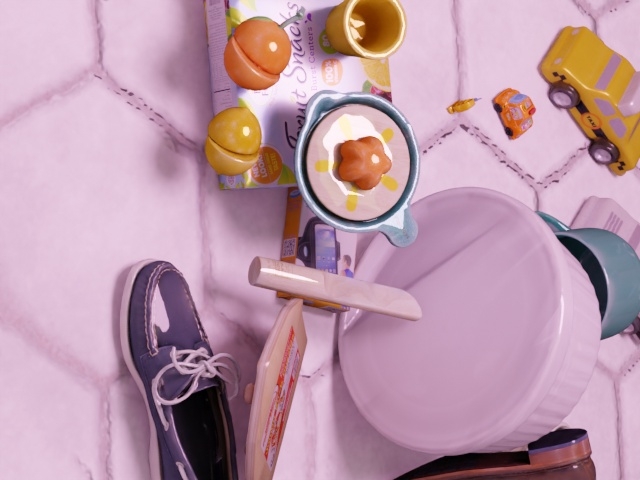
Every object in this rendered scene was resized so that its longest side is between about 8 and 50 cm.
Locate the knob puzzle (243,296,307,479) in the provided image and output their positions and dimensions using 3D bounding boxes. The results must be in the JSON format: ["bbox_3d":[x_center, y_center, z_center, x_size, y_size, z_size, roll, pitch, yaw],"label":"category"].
[{"bbox_3d":[-0.053,0.142,1.632,0.213,0.030,0.213,12,90,-82],"label":"knob puzzle"}]

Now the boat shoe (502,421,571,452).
[{"bbox_3d":[0.193,0.322,1.848,0.109,0.094,0.302,31,64,-35],"label":"boat shoe"}]

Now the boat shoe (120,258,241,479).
[{"bbox_3d":[-0.125,0.140,1.599,0.095,0.079,0.255,-4,87,-42],"label":"boat shoe"}]

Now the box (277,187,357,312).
[{"bbox_3d":[0.000,0.000,1.767,0.081,0.028,0.136,16,75,-39],"label":"box"}]

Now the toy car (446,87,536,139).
[{"bbox_3d":[0.203,-0.140,1.961,0.122,0.040,0.060,-17,95,-43],"label":"toy car"}]

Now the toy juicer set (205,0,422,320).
[{"bbox_3d":[0.000,-0.067,1.631,0.209,0.089,0.329,-10,95,-26],"label":"toy juicer set"}]

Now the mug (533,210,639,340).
[{"bbox_3d":[0.303,0.037,1.965,0.097,0.129,0.158,-7,89,-44],"label":"mug"}]

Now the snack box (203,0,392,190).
[{"bbox_3d":[-0.020,-0.158,1.709,0.174,0.070,0.207,-5,90,-27],"label":"snack box"}]

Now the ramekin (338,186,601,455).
[{"bbox_3d":[0.160,0.091,1.749,0.127,0.273,0.273,24,68,-49],"label":"ramekin"}]

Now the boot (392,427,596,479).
[{"bbox_3d":[0.181,0.269,1.775,0.082,0.219,0.106,-37,111,-72],"label":"boot"}]

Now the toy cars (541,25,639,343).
[{"bbox_3d":[0.367,-0.069,2.066,0.176,0.087,0.394,-7,88,-42],"label":"toy cars"}]
